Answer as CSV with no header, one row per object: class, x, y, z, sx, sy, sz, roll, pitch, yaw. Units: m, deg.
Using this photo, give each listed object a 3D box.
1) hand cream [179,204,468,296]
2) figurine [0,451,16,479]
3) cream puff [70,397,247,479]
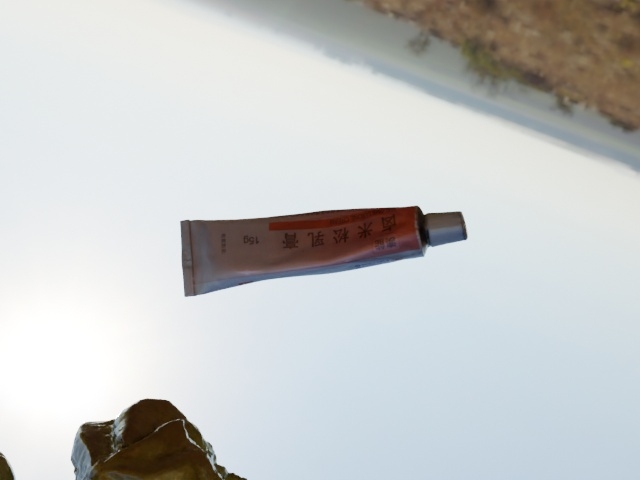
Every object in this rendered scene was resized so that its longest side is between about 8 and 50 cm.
hand cream,0.000,-0.001,0.833,0.216,0.038,0.052,-7,-132,8
figurine,-0.370,0.340,1.206,0.154,0.180,0.262,0,-135,-28
cream puff,-0.221,0.352,1.364,0.270,0.274,0.323,46,175,-15
